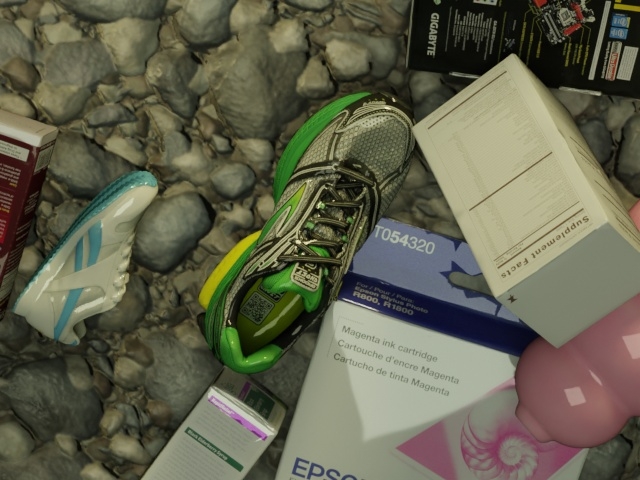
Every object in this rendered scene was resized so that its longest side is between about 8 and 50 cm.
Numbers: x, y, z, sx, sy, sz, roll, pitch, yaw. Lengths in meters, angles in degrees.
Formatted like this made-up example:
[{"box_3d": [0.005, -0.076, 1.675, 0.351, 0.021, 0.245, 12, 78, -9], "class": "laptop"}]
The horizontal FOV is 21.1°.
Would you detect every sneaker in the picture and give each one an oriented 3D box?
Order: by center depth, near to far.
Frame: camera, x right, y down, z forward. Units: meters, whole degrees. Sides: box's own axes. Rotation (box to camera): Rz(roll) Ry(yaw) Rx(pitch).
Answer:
[{"box_3d": [0.000, 0.000, 1.806, 0.134, 0.146, 0.343, 28, 101, -20], "class": "sneaker"}, {"box_3d": [-0.244, 0.017, 1.916, 0.092, 0.087, 0.229, 38, 111, -10], "class": "sneaker"}]

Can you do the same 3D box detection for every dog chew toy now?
[{"box_3d": [0.338, 0.085, 1.780, 0.332, 0.206, 0.206, -41, 95, 3], "class": "dog chew toy"}]

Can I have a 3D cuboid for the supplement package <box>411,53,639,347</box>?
[{"box_3d": [0.215, -0.039, 1.725, 0.139, 0.244, 0.134, -36, 139, 16], "class": "supplement package"}]

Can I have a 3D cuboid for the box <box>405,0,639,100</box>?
[{"box_3d": [0.224, -0.297, 1.713, 0.257, 0.079, 0.322, 7, 134, 4], "class": "box"}]

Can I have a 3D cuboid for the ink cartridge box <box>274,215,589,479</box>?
[{"box_3d": [0.145, 0.170, 1.910, 0.324, 0.071, 0.330, 17, 105, 3], "class": "ink cartridge box"}]

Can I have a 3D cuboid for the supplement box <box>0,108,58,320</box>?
[{"box_3d": [-0.391, -0.030, 1.922, 0.130, 0.073, 0.239, 20, 103, 3], "class": "supplement box"}]

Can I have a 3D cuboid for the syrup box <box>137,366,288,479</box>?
[{"box_3d": [-0.143, 0.264, 1.949, 0.096, 0.093, 0.237, 37, 104, -2], "class": "syrup box"}]
